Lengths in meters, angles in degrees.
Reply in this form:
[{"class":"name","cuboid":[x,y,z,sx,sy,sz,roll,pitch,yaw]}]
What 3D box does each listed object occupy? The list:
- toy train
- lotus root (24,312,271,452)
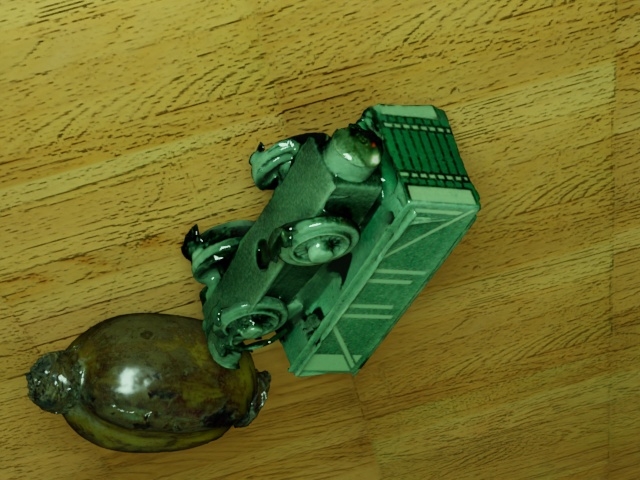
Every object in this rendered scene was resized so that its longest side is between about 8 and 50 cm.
[{"class":"toy train","cuboid":[0.000,0.000,1.207,0.154,0.115,0.269,-4,145,-32]},{"class":"lotus root","cuboid":[-0.140,0.115,1.311,0.209,0.120,0.120,6,141,-28]}]
